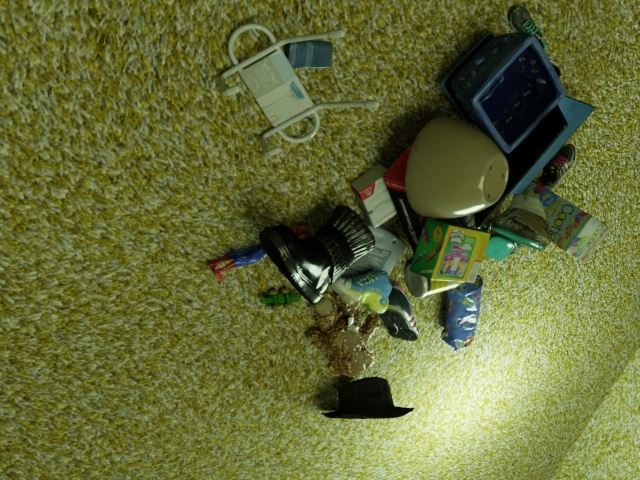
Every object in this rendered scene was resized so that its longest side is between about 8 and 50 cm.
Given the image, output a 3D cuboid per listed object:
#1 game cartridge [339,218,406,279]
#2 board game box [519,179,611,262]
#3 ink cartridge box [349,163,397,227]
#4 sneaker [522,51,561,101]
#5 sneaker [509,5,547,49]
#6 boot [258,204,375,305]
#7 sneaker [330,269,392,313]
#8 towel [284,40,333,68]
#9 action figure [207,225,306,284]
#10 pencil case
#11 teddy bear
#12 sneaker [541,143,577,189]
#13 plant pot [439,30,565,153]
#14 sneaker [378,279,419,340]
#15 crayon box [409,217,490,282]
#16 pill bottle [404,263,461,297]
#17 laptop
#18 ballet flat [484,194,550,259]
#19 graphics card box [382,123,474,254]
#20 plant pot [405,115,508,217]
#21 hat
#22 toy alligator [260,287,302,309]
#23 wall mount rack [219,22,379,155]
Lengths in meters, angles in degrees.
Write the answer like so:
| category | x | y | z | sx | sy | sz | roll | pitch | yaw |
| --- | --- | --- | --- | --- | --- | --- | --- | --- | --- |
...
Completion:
| category | x | y | z | sx | sy | sz | roll | pitch | yaw |
| --- | --- | --- | --- | --- | --- | --- | --- | --- | --- |
| game cartridge | 0.120 | 0.033 | 1.958 | 0.294 | 0.060 | 0.196 | 15 | 115 | -39 |
| board game box | 0.801 | -0.068 | 2.166 | 0.142 | 0.275 | 0.144 | 21 | 107 | -40 |
| ink cartridge box | 0.164 | -0.129 | 1.864 | 0.109 | 0.063 | 0.150 | -35 | 133 | -8 |
| sneaker | 0.648 | -0.466 | 1.880 | 0.229 | 0.132 | 0.086 | 36 | 78 | -42 |
| sneaker | 0.592 | -0.591 | 1.805 | 0.065 | 0.076 | 0.166 | -48 | 133 | 4 |
| boot | -0.002 | -0.002 | 1.701 | 0.260 | 0.131 | 0.348 | -44 | 148 | -8 |
| sneaker | 0.131 | 0.130 | 1.955 | 0.240 | 0.091 | 0.126 | 31 | 82 | -41 |
| towel | -0.029 | -0.448 | 1.543 | 0.120 | 0.029 | 0.067 | -7 | 125 | -27 |
| action figure | -0.153 | 0.055 | 1.775 | 0.281 | 0.091 | 0.139 | -29 | 125 | -11 |
| pencil case | 0.502 | 0.253 | 2.307 | 0.133 | 0.119 | 0.306 | -13 | 127 | -17 |
| teddy bear | 0.071 | 0.287 | 2.083 | 0.245 | 0.113 | 0.338 | -42 | 126 | -10 |
| sneaker | 0.809 | -0.251 | 2.188 | 0.075 | 0.063 | 0.170 | -1 | 126 | -39 |
| plant pot | 0.482 | -0.419 | 1.753 | 0.236 | 0.212 | 0.236 | -46 | 127 | 4 |
| sneaker | 0.278 | 0.244 | 2.173 | 0.319 | 0.112 | 0.131 | 62 | 37 | -59 |
| crayon box | 0.391 | 0.033 | 1.912 | 0.279 | 0.081 | 0.165 | 8 | 102 | -50 |
| pill bottle | 0.396 | 0.113 | 2.142 | 0.209 | 0.119 | 0.119 | -14 | 127 | -25 |
| laptop | 0.655 | -0.229 | 1.932 | 0.237 | 0.407 | 0.382 | 27 | 123 | -11 |
| ballet flat | 0.613 | -0.051 | 2.019 | 0.483 | 0.164 | 0.181 | 88 | 28 | -83 |
| graphics card box | 0.331 | -0.127 | 1.910 | 0.232 | 0.094 | 0.370 | -49 | 137 | -22 |
| plant pot | 0.391 | -0.183 | 1.732 | 0.284 | 0.191 | 0.283 | -20 | 118 | -42 |
| hat | 0.162 | 0.548 | 2.254 | 0.332 | 0.331 | 0.133 | 5 | 77 | -35 |
| toy alligator | -0.101 | 0.175 | 1.920 | 0.190 | 0.056 | 0.051 | -5 | 165 | -31 |
| wall mount rack | -0.051 | -0.353 | 1.492 | 0.304 | 0.130 | 0.350 | -26 | 134 | 9 |
